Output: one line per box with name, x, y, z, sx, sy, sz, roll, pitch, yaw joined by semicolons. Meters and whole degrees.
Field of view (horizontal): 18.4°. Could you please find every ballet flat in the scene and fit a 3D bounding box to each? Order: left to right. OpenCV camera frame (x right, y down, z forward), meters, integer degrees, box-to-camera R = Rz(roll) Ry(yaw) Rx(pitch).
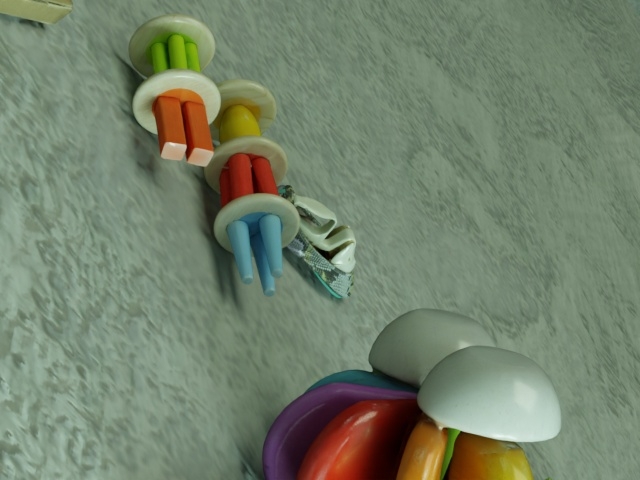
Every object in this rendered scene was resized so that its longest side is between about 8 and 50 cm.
ballet flat;0.000;0.000;1.281;0.114;0.041;0.041;43;25;-42

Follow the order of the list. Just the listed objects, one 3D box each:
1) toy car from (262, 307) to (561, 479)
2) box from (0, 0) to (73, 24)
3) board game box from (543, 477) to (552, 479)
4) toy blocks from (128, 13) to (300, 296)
toy car;0.038;0.123;1.053;0.136;0.159;0.182;6;11;-18
box;-0.218;-0.198;1.036;0.164;0.021;0.201;63;19;11
board game box;0.158;0.246;1.317;0.092;0.043;0.181;55;19;-16
toy blocks;-0.061;-0.047;1.169;0.123;0.054;0.148;43;25;-42
